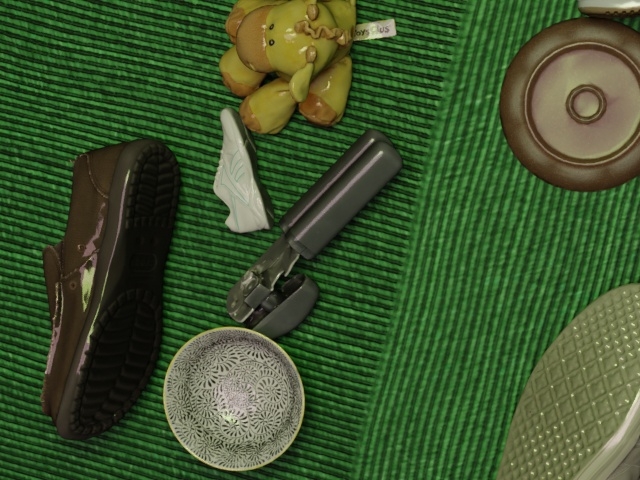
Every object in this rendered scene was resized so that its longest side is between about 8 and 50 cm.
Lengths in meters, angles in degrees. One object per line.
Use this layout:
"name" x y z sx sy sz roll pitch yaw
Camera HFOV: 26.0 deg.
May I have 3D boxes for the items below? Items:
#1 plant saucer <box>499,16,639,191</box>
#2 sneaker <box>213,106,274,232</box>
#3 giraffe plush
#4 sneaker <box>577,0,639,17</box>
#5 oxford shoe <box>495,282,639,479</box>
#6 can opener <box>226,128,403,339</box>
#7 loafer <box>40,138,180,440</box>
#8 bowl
"plant saucer" 0.299 -0.153 1.559 0.198 0.036 0.199 1 94 12
"sneaker" -0.102 -0.081 1.635 0.061 0.053 0.152 -13 93 15
"giraffe plush" -0.027 -0.215 1.548 0.210 0.170 0.181 -24 89 12
"sneaker" 0.410 -0.329 1.489 0.282 0.099 0.153 -9 96 6
"oxford shoe" 0.293 0.262 1.556 0.130 0.169 0.449 21 91 -33
"can opener" 0.000 0.000 1.625 0.095 0.076 0.283 39 102 -27
"loafer" -0.264 0.055 1.655 0.130 0.133 0.366 12 87 33
"bowl" -0.093 0.181 1.641 0.170 0.080 0.170 1 95 12
